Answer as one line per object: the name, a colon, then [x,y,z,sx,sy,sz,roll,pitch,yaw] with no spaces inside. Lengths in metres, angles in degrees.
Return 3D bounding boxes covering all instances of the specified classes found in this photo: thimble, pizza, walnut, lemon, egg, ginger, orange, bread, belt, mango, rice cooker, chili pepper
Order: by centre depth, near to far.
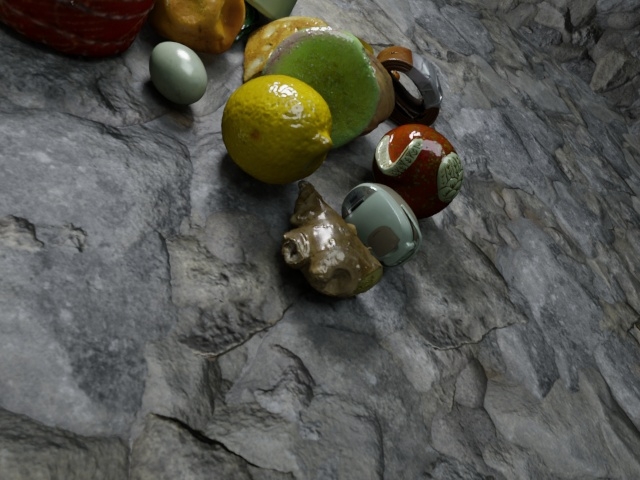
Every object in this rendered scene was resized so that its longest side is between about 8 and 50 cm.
thimble: [-0.507,-0.562,1.145,0.350,0.230,0.350,24,42,-24]
ginger: [0.000,0.000,1.164,0.219,0.123,0.270,-8,52,-47]
lemon: [-0.088,-0.233,1.192,0.228,0.228,0.253,2,21,-39]
egg: [-0.310,-0.363,1.221,0.152,0.114,0.114,50,40,14]
rice cooker: [0.142,-0.040,1.294,0.206,0.145,0.127,51,30,4]
bread: [-0.004,-0.348,1.334,0.301,0.301,0.045,26,19,-20]
orange: [-0.300,-0.571,1.342,0.249,0.183,0.249,22,28,-13]
pizza: [-0.071,-0.506,1.440,0.087,0.268,0.258,43,34,-43]
walnut: [0.069,-0.395,1.477,0.261,0.225,0.225,41,40,-13]
chili pepper: [-0.235,-0.624,1.548,0.122,0.065,0.279,4,51,-23]
belt: [0.265,-0.465,1.721,0.261,0.184,0.105,42,38,-22]
mango: [0.111,-0.616,1.819,0.161,0.076,0.103,-11,59,-48]

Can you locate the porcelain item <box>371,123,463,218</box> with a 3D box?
porcelain item: [0.224,-0.154,1.409,0.253,0.253,0.253,22,44,-24]

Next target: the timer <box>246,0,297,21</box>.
timer: [-0.121,-0.800,1.518,0.291,0.315,0.291,37,19,-15]

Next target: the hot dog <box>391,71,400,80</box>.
hot dog: [0.184,-0.537,1.826,0.191,0.059,0.108,-20,66,-44]
